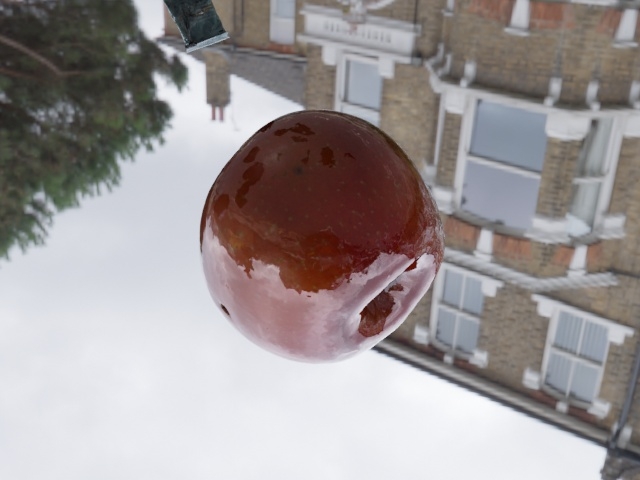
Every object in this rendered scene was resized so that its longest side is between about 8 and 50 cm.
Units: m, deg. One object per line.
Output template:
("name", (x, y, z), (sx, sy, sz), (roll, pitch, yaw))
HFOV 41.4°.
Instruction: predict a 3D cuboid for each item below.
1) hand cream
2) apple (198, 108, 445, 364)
("hand cream", (-0.235, -0.425, 1.352), (0.075, 0.247, 0.052), (-27, -177, 0))
("apple", (0.000, 0.000, 0.883), (0.216, 0.260, 0.260), (39, -140, 24))
